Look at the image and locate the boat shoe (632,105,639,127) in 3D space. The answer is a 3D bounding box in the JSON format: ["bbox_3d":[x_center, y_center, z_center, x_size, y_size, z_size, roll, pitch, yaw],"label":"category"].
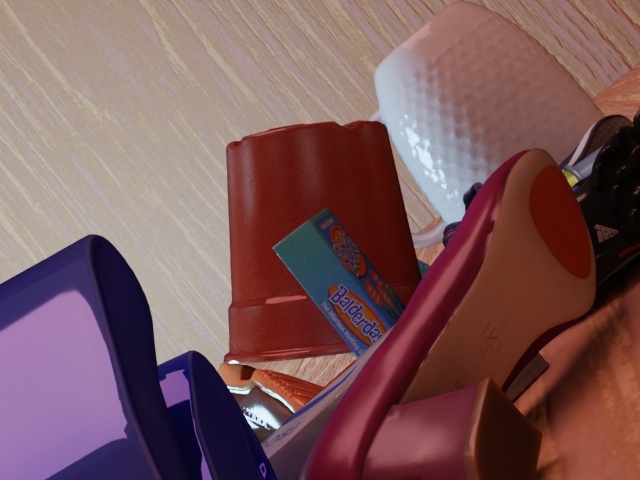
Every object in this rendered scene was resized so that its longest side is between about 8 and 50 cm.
[{"bbox_3d":[0.440,-0.173,1.235,0.088,0.096,0.267,-43,0,-9],"label":"boat shoe"}]

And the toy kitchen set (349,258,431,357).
[{"bbox_3d":[0.127,0.089,1.634,0.122,0.166,0.207,-39,37,35],"label":"toy kitchen set"}]

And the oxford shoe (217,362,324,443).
[{"bbox_3d":[-0.046,0.220,1.177,0.364,0.130,0.132,165,125,-72],"label":"oxford shoe"}]

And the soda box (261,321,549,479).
[{"bbox_3d":[0.037,0.150,0.800,0.286,0.098,0.091,-39,1,-25],"label":"soda box"}]

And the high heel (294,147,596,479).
[{"bbox_3d":[0.083,0.066,0.753,0.181,0.127,0.377,-26,19,36],"label":"high heel"}]

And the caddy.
[{"bbox_3d":[-0.128,0.158,0.557,0.179,0.241,0.341,-33,36,1],"label":"caddy"}]

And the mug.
[{"bbox_3d":[0.207,-0.145,1.557,0.374,0.328,0.276,-38,1,15],"label":"mug"}]

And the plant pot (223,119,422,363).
[{"bbox_3d":[0.000,0.000,1.283,0.272,0.265,0.272,-7,-2,0],"label":"plant pot"}]

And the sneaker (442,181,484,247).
[{"bbox_3d":[0.174,0.022,1.232,0.083,0.087,0.221,-40,19,51],"label":"sneaker"}]

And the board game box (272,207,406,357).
[{"bbox_3d":[0.045,0.067,1.042,0.047,0.210,0.160,-38,1,10],"label":"board game box"}]

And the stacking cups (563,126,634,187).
[{"bbox_3d":[0.312,-0.058,1.108,0.316,0.096,0.096,-34,1,5],"label":"stacking cups"}]

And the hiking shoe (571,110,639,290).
[{"bbox_3d":[0.241,-0.001,0.921,0.132,0.113,0.304,-3,-28,-47],"label":"hiking shoe"}]

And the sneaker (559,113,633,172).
[{"bbox_3d":[0.315,-0.073,1.367,0.226,0.086,0.163,-40,4,-36],"label":"sneaker"}]
